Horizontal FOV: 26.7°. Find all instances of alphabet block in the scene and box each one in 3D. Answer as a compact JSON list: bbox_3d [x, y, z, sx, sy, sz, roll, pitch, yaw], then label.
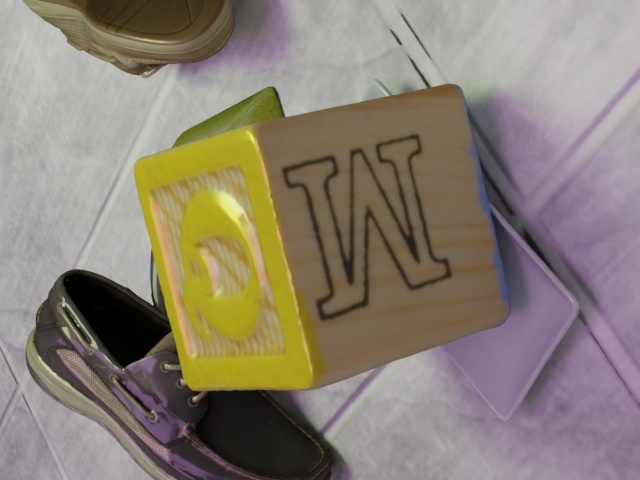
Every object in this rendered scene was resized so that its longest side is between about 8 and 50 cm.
[{"bbox_3d":[0.000,0.000,1.043,0.192,0.197,0.193,-12,93,54],"label":"alphabet block"}]

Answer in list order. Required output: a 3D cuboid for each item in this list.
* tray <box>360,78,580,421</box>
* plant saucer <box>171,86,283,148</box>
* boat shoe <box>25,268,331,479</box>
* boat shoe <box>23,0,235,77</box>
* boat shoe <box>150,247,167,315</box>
[{"bbox_3d":[0.104,0.003,1.099,0.270,0.030,0.145,51,139,28],"label":"tray"},{"bbox_3d":[-0.085,-0.035,1.328,0.188,0.045,0.188,-19,88,55],"label":"plant saucer"},{"bbox_3d":[-0.147,0.146,1.339,0.355,0.132,0.130,26,129,17],"label":"boat shoe"},{"bbox_3d":[-0.179,-0.227,1.344,0.341,0.122,0.110,28,161,49],"label":"boat shoe"},{"bbox_3d":[-0.158,0.065,1.441,0.065,0.075,0.206,20,123,45],"label":"boat shoe"}]
